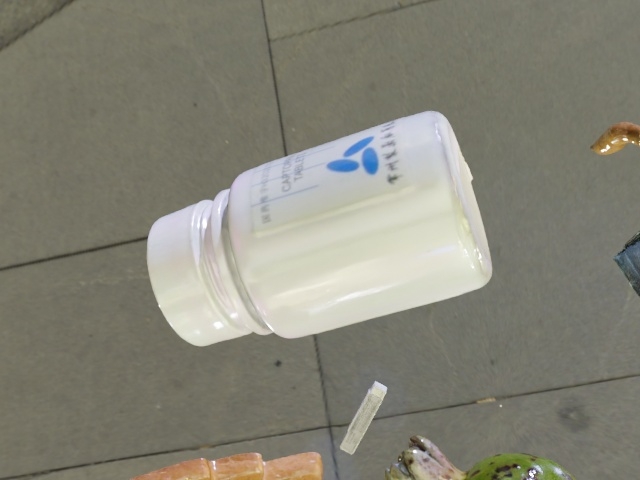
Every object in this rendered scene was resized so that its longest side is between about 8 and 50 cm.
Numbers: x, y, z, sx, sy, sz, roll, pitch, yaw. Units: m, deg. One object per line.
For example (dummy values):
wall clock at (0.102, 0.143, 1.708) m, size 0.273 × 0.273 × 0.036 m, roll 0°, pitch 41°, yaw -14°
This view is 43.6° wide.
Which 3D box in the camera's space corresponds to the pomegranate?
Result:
pomegranate at (0.185, 0.314, 0.887) m, size 0.248 × 0.202 × 0.202 m, roll 41°, pitch 89°, yaw 12°

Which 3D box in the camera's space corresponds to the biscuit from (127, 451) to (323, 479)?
biscuit at (-0.148, 0.359, 1.100) m, size 0.284 × 0.306 × 0.043 m, roll -42°, pitch 44°, yaw 23°

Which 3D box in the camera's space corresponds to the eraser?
eraser at (0.072, 0.298, 1.347) m, size 0.029 × 0.052 × 0.122 m, roll 28°, pitch 91°, yaw 5°

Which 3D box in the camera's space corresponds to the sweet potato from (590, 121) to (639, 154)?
sweet potato at (0.407, -0.140, 1.085) m, size 0.044 × 0.179 × 0.044 m, roll 0°, pitch 91°, yaw -3°

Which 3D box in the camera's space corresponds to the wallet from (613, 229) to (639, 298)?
wallet at (0.753, 0.000, 1.546) m, size 0.342 × 0.075 × 0.237 m, roll -49°, pitch 35°, yaw 25°

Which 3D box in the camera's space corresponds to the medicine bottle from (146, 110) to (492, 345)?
medicine bottle at (0.000, 0.000, 0.748) m, size 0.293 × 0.170 × 0.170 m, roll -18°, pitch 75°, yaw 15°
